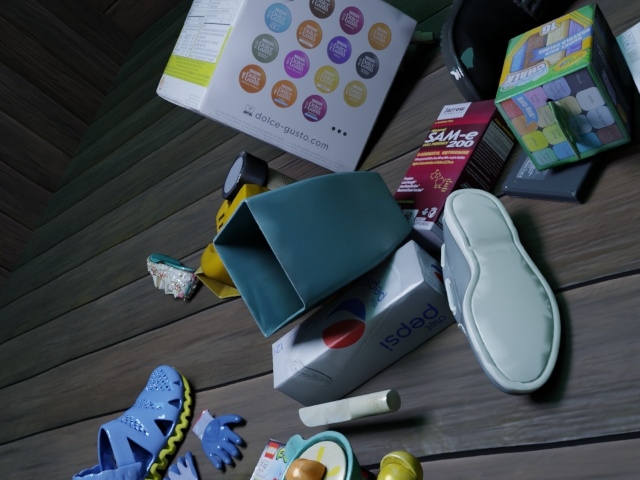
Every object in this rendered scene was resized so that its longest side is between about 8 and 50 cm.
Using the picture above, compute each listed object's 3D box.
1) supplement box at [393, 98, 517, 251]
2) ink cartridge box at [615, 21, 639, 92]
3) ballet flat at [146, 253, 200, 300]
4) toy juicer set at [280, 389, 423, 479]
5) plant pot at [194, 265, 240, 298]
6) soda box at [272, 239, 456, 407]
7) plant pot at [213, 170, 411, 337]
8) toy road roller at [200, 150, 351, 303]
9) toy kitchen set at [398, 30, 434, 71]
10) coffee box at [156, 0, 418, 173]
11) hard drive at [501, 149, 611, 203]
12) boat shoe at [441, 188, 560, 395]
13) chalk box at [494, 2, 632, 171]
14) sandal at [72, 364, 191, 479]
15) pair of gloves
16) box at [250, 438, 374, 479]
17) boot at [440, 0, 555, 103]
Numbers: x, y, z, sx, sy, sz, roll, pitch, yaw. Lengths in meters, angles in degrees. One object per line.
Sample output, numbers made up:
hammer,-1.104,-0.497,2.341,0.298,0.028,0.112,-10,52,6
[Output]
supplement box,0.202,-0.101,1.180,0.130,0.073,0.239,6,62,57
ink cartridge box,0.425,-0.175,0.926,0.046,0.097,0.207,-32,35,31
ballet flat,-0.348,0.083,1.740,0.241,0.091,0.077,17,94,62
toy juicer set,0.023,0.280,0.918,0.209,0.089,0.329,-38,29,27
plant pot,-0.188,0.058,1.546,0.082,0.081,0.083,-12,38,49
soda box,0.061,0.130,1.101,0.286,0.098,0.091,-38,33,22
plant pot,0.000,0.000,1.104,0.234,0.165,0.165,-26,-9,-30
toy road roller,-0.097,0.024,1.350,0.240,0.203,0.329,-55,26,25
toy kitchen set,0.192,-0.384,1.550,0.083,0.075,0.068,0,9,16
coffee box,-0.079,-0.363,1.520,0.338,0.338,0.334,32,100,61
hard drive,0.326,-0.100,1.057,0.094,0.022,0.135,-58,30,-11
boat shoe,0.221,0.072,0.978,0.099,0.116,0.319,95,170,-46
chalk box,0.323,-0.188,1.005,0.132,0.132,0.213,-18,33,36
sandal,-0.336,0.361,1.366,0.126,0.138,0.317,-24,38,43
pair of gloves,-0.198,0.372,1.276,0.198,0.023,0.159,-57,32,-7
box,-0.025,0.348,1.047,0.207,0.036,0.114,-5,53,52
boot,0.339,-0.388,1.241,0.260,0.131,0.347,-24,39,39
